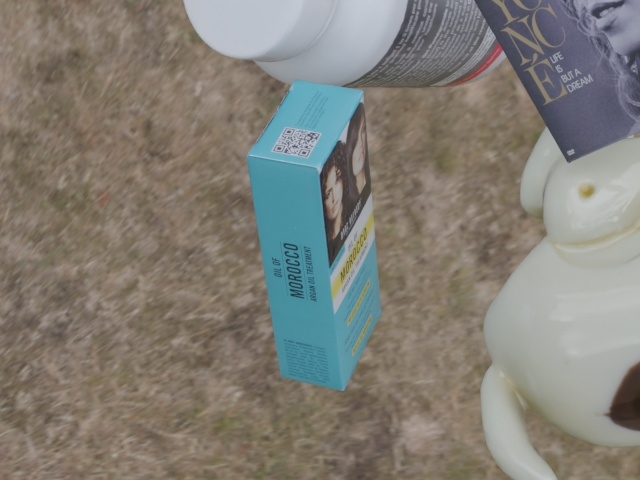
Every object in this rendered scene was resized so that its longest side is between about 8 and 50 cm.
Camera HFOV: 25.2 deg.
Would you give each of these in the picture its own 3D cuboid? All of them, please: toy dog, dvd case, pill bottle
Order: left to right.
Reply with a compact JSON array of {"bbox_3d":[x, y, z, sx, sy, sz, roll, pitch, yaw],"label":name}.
[{"bbox_3d":[0.032,-0.218,1.232,0.318,0.176,0.176,-9,81,-53],"label":"pill bottle"},{"bbox_3d":[0.197,-0.182,1.097,0.018,0.164,0.221,-34,96,-41],"label":"dvd case"},{"bbox_3d":[0.349,0.054,1.138,0.395,0.408,0.285,-41,127,-31],"label":"toy dog"}]

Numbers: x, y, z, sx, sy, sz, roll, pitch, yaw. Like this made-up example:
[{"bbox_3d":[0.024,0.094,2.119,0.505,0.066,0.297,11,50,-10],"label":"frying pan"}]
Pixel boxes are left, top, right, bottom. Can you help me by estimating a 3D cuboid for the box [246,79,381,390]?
[{"bbox_3d":[0.000,0.000,1.152,0.060,0.244,0.100,11,45,19],"label":"box"}]
